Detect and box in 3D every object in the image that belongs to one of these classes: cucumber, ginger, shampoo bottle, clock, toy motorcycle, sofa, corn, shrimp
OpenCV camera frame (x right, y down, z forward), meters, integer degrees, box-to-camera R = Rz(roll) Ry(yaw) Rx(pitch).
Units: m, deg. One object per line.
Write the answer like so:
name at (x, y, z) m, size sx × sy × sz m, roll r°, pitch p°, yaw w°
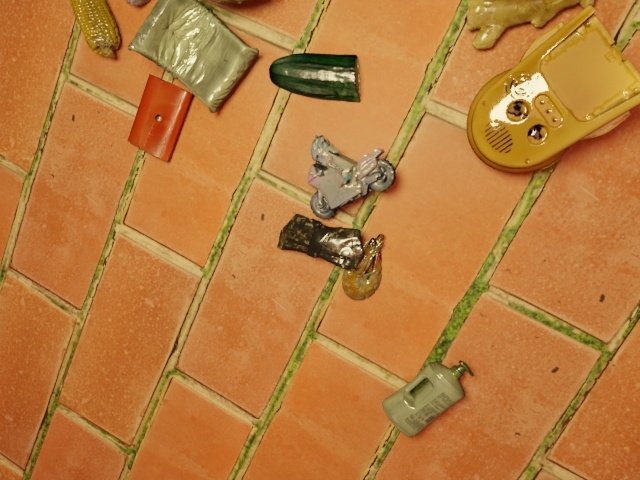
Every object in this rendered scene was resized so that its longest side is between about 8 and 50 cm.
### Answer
cucumber at (-0.020, -0.415, 1.045) m, size 0.243 × 0.063 × 0.115 m, roll 7°, pitch 98°, yaw 14°
ginger at (0.470, -0.524, 0.910) m, size 0.298 × 0.065 × 0.118 m, roll -17°, pitch 106°, yaw 16°
shampoo bottle at (0.279, 0.385, 1.057) m, size 0.118 × 0.087 × 0.234 m, roll 46°, pitch 104°, yaw 4°
clock at (0.468, -0.285, 0.888) m, size 0.317 × 0.200 × 0.244 m, roll -35°, pitch 85°, yaw 23°
toy motorcycle at (0.048, -0.181, 1.031) m, size 0.239 × 0.108 × 0.204 m, roll -25°, pitch 91°, yaw 15°
sofa at (-0.308, -0.476, 1.045) m, size 0.225 × 0.176 × 0.210 m, roll 45°, pitch 104°, yaw 5°
corn at (-0.628, -0.625, 1.148) m, size 0.097 × 0.097 × 0.262 m, roll -24°, pitch 90°, yaw 15°
shrimp at (0.120, 0.068, 1.083) m, size 0.101 × 0.042 × 0.190 m, roll 21°, pitch 101°, yaw -11°

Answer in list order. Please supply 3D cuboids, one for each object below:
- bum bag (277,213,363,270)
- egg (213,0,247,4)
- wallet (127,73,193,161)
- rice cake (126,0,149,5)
bum bag at (0.000, -0.001, 1.079) m, size 0.247 × 0.069 × 0.102 m, roll 15°, pitch 106°, yaw 22°
egg at (-0.193, -0.684, 0.946) m, size 0.310 × 0.279 × 0.279 m, roll -37°, pitch 87°, yaw -11°
wallet at (-0.451, -0.341, 1.164) m, size 0.142 × 0.045 × 0.205 m, roll 27°, pitch 103°, yaw 9°
rice cake at (-0.422, -0.703, 1.006) m, size 0.056 × 0.072 × 0.365 m, roll 55°, pitch 144°, yaw -5°
